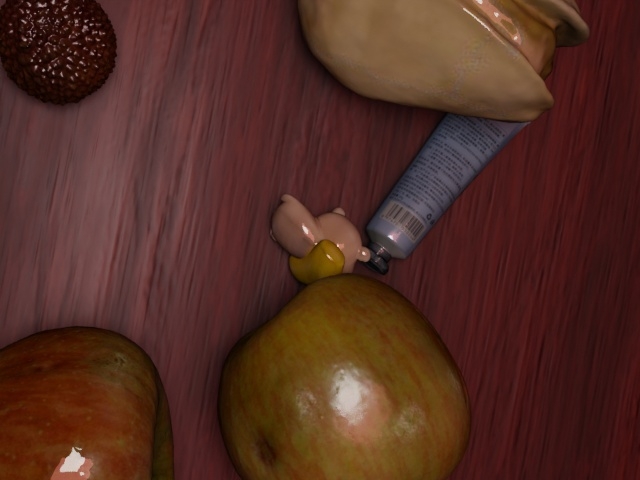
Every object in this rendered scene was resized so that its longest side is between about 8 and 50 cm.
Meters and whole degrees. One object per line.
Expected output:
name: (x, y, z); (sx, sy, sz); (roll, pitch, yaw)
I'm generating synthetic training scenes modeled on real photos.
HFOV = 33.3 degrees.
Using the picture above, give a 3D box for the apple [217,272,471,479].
apple: (0.018, 0.159, 1.107); (0.264, 0.264, 0.264); (0, 92, -14)

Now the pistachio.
pistachio: (0.122, -0.245, 1.135); (0.321, 0.238, 0.229); (27, 90, 17)

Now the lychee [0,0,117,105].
lychee: (-0.274, -0.205, 1.093); (0.129, 0.123, 0.123); (35, 81, -49)

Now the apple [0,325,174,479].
apple: (-0.271, 0.238, 1.028); (0.250, 0.277, 0.309); (-1, 76, 2)

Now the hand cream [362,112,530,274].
hand cream: (0.140, -0.075, 1.237); (0.091, 0.058, 0.271); (38, 78, -1)

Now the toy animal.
toy animal: (0.000, 0.000, 1.196); (0.082, 0.091, 0.114); (-34, 69, -28)
